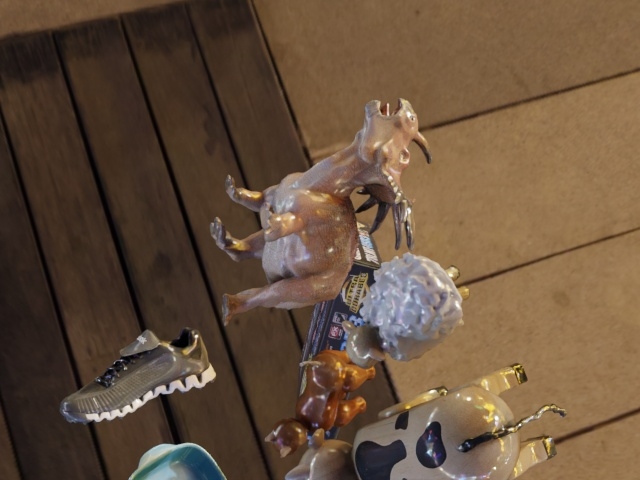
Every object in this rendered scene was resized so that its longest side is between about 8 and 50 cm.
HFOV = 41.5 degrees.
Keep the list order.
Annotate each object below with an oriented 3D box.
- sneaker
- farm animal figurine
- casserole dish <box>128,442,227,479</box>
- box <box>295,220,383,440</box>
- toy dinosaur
[{"bbox_3d":[-0.263,0.183,1.208,0.234,0.078,0.106,-15,107,-33],"label":"sneaker"},{"bbox_3d":[0.071,0.224,0.770,0.172,0.327,0.330,-11,60,-44],"label":"farm animal figurine"},{"bbox_3d":[-0.137,0.308,0.905,0.114,0.037,0.188,-25,75,-43],"label":"casserole dish"},{"bbox_3d":[0.025,0.133,1.380,0.073,0.293,0.295,14,104,-6],"label":"box"},{"bbox_3d":[0.000,0.000,0.895,0.200,0.295,0.127,1,46,-24],"label":"toy dinosaur"}]
